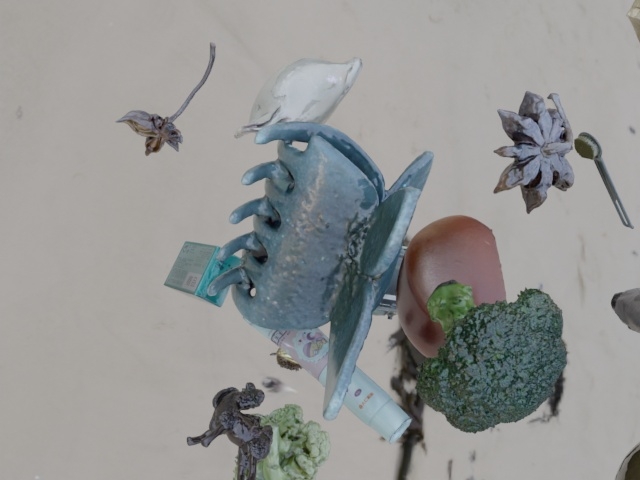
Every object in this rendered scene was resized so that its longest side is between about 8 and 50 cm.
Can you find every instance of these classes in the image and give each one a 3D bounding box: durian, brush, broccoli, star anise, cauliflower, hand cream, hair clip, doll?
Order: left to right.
[{"bbox_3d":[-0.336,-0.323,1.475,0.148,0.218,0.227,33,57,-17],"label":"star anise"},{"bbox_3d":[-0.134,0.316,1.093,0.139,0.057,0.165,40,42,3],"label":"doll"},{"bbox_3d":[-0.099,0.572,1.733,0.261,0.281,0.326,2,50,-13],"label":"cauliflower"},{"bbox_3d":[-0.078,0.349,1.912,0.140,0.110,0.070,-4,112,-6],"label":"durian"},{"bbox_3d":[0.000,0.000,0.937,0.392,0.239,0.318,-53,164,-64],"label":"hair clip"},{"bbox_3d":[0.008,0.194,1.049,0.085,0.331,0.058,-54,151,6],"label":"hand cream"},{"bbox_3d":[0.294,0.203,1.183,0.298,0.297,0.297,-11,119,-20],"label":"broccoli"},{"bbox_3d":[0.410,-0.179,1.211,0.230,0.081,0.262,42,70,-19],"label":"star anise"},{"bbox_3d":[0.588,-0.114,1.336,0.027,0.062,0.266,-40,116,-3],"label":"brush"}]

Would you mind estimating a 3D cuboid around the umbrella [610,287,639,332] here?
[{"bbox_3d":[0.523,0.124,0.984,0.067,0.073,0.337,48,7,-2],"label":"umbrella"}]

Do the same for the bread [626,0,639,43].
[{"bbox_3d":[0.670,-0.412,1.252,0.152,0.105,0.077,30,96,-42],"label":"bread"}]

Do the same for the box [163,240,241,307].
[{"bbox_3d":[-0.337,0.091,1.855,0.092,0.245,0.153,31,78,-30],"label":"box"}]

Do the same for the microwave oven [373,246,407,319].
[{"bbox_3d":[0.144,0.136,2.263,0.395,0.333,0.247,9,84,-7],"label":"microwave oven"}]

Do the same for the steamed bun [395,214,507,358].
[{"bbox_3d":[0.316,0.126,1.636,0.235,0.249,0.379,93,1,-51],"label":"steamed bun"}]

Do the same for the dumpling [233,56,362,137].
[{"bbox_3d":[-0.065,-0.352,1.639,0.181,0.260,0.341,34,75,-19],"label":"dumpling"}]

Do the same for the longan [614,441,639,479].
[{"bbox_3d":[0.590,0.392,0.887,0.361,0.361,0.360,8,79,-44],"label":"longan"}]
